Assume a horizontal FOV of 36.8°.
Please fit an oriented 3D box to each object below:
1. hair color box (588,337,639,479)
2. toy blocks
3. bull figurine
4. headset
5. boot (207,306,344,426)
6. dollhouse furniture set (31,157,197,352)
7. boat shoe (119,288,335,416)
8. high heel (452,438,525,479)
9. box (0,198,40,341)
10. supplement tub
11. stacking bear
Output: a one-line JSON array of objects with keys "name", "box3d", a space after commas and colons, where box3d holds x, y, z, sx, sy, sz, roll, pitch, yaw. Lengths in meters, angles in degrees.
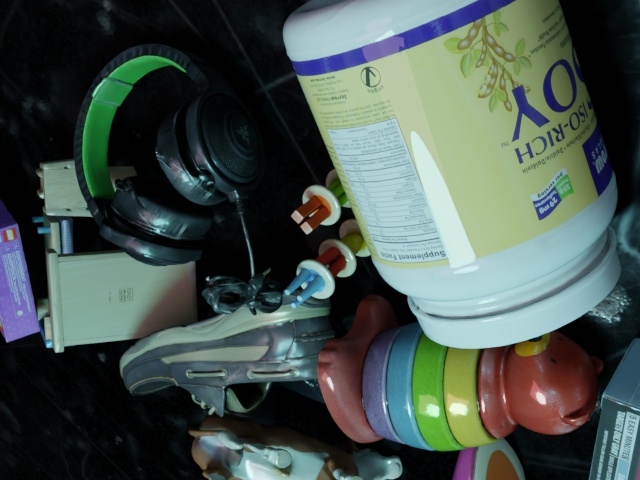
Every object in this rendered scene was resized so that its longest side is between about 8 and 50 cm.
[{"name": "hair color box", "box3d": [0.468, 0.255, 0.956, 0.374, 0.113, 0.185, 17, 128, 28]}, {"name": "toy blocks", "box3d": [0.000, 0.000, 1.122, 0.054, 0.148, 0.123, 3, 120, 36]}, {"name": "bull figurine", "box3d": [-0.023, 0.306, 1.269, 0.310, 0.101, 0.188, 15, 179, -17]}, {"name": "headset", "box3d": [-0.175, -0.065, 1.140, 0.243, 0.185, 0.394, -49, 66, 22]}, {"name": "boot", "box3d": [-0.050, 0.204, 1.340, 0.207, 0.094, 0.247, 11, 119, 37]}, {"name": "dollhouse furniture set", "box3d": [-0.322, 0.010, 1.445, 0.303, 0.198, 0.287, -160, 67, -67]}, {"name": "boat shoe", "box3d": [-0.128, 0.164, 1.233, 0.355, 0.132, 0.130, -23, 76, 39]}, {"name": "high heel", "box3d": [0.171, 0.387, 1.284, 0.181, 0.127, 0.377, 19, 122, 42]}, {"name": "box", "box3d": [-0.531, -0.002, 1.521, 0.293, 0.057, 0.201, 42, 142, 45]}, {"name": "supplement tub", "box3d": [0.131, -0.093, 0.889, 0.241, 0.241, 0.331, -7, 114, 41]}, {"name": "stacking bear", "box3d": [0.171, 0.161, 1.102, 0.289, 0.175, 0.164, -3, 115, 31]}]
